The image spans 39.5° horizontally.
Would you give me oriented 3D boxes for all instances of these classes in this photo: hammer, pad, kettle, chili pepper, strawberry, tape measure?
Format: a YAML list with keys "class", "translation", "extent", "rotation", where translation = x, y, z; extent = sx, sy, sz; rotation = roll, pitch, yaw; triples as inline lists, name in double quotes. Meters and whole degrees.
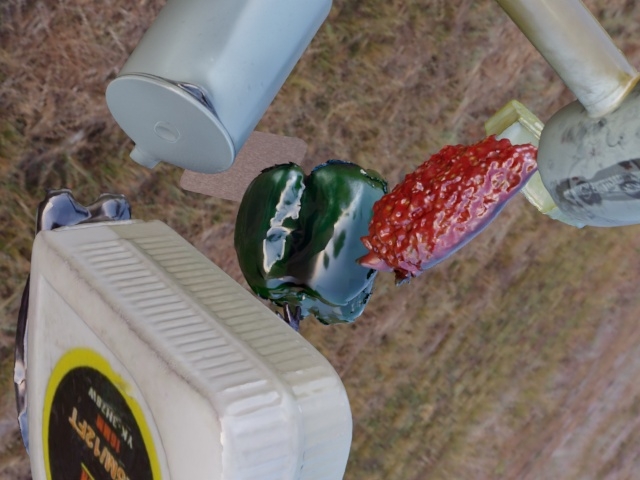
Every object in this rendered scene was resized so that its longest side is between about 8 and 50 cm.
- class: "hammer"
  translation: [0.184, -0.138, 0.645]
  extent: [0.113, 0.305, 0.202]
  rotation: [-50, -166, -23]
- class: "pad"
  translation: [-0.167, -0.162, 1.909]
  extent: [0.176, 0.266, 0.002]
  rotation: [-65, 150, -20]
- class: "kettle"
  translation: [-0.159, -0.269, 1.270]
  extent: [0.205, 0.265, 0.318]
  rotation: [51, 54, -42]
- class: "chili pepper"
  translation: [0.000, 0.000, 1.471]
  extent: [0.233, 0.249, 0.256]
  rotation: [41, 54, -54]
- class: "strawberry"
  translation: [0.139, -0.046, 1.005]
  extent: [0.174, 0.098, 0.228]
  rotation: [-45, -177, -35]
- class: "tape measure"
  translation: [-0.108, 0.124, 0.586]
  extent: [0.133, 0.271, 0.231]
  rotation: [-9, 124, -43]

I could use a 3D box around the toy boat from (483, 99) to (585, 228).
- class: "toy boat"
  translation: [0.417, -0.135, 1.680]
  extent: [0.111, 0.276, 0.084]
  rotation: [-42, 177, 35]

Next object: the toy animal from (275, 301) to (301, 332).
- class: "toy animal"
  translation: [-0.151, 0.164, 1.504]
  extent: [0.090, 0.324, 0.195]
  rotation: [23, 89, -46]
